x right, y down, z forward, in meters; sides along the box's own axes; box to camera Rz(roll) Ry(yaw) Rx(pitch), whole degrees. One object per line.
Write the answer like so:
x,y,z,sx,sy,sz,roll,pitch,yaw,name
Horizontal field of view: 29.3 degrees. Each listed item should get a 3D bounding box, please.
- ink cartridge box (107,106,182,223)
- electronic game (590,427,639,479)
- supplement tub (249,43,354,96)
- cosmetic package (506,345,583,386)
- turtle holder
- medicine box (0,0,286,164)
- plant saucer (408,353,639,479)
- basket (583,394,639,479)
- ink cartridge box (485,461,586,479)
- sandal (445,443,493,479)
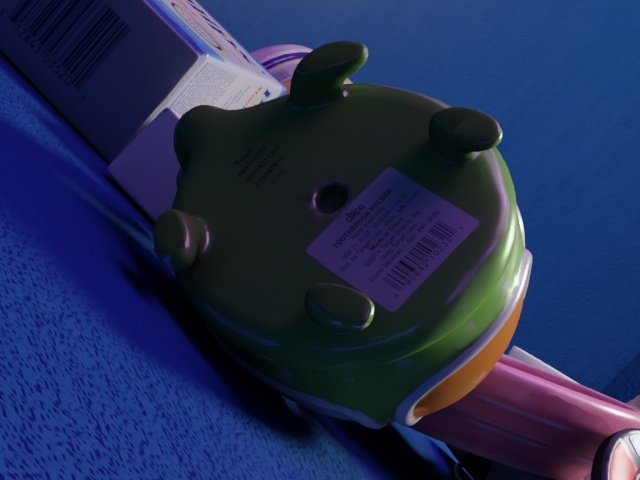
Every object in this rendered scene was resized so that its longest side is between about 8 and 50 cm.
-0.100,-0.034,1.178,0.148,0.086,0.203,45,3,9,ink cartridge box
0.290,0.254,0.966,0.229,0.048,0.229,33,38,-30,electronic game
0.010,-0.060,1.504,0.331,0.241,0.241,47,4,30,supplement tub
0.395,0.313,2.080,0.197,0.155,0.365,32,-3,21,cosmetic package
0.000,0.016,0.916,0.320,0.243,0.227,3,-34,23,turtle holder
-0.208,-0.211,1.315,0.263,0.149,0.289,45,10,10,medicine box
0.136,0.140,1.146,0.332,0.084,0.332,21,-1,0,plant saucer
0.438,0.360,1.315,0.331,0.266,0.328,41,5,-25,basket
0.244,0.264,1.109,0.127,0.072,0.175,20,0,-42,ink cartridge box
0.176,0.258,1.305,0.097,0.054,0.254,52,-6,2,sandal
